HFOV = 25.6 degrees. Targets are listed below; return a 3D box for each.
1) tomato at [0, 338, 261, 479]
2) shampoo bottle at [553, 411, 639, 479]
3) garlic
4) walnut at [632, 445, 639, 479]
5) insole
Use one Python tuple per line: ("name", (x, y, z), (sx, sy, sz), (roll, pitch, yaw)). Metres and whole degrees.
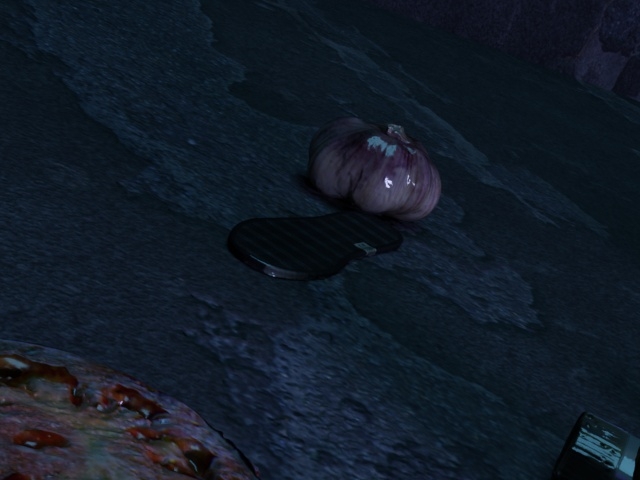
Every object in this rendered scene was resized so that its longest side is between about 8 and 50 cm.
("tomato", (-0.139, 0.129, 0.724), (0.225, 0.085, 0.225), (20, 15, -6))
("shampoo bottle", (0.296, 0.213, 1.106), (0.227, 0.056, 0.086), (27, 17, 8))
("garlic", (0.065, -0.086, 1.599), (0.159, 0.102, 0.147), (21, 16, -13))
("walnut", (0.319, 0.204, 0.993), (0.204, 0.238, 0.141), (1, -27, 8))
("insole", (0.000, 0.000, 1.411), (0.110, 0.012, 0.309), (31, 19, 24))
